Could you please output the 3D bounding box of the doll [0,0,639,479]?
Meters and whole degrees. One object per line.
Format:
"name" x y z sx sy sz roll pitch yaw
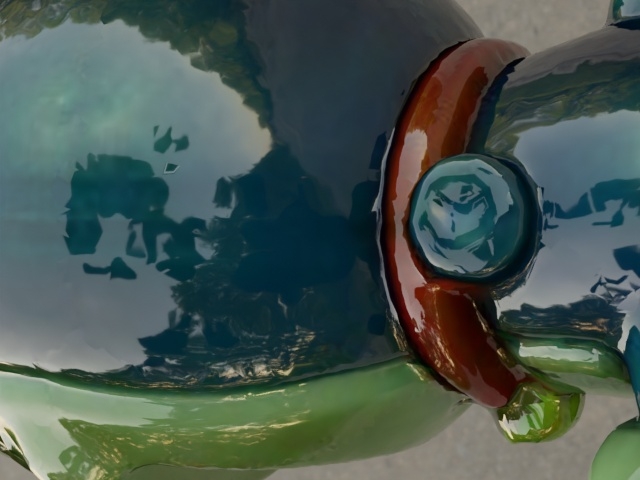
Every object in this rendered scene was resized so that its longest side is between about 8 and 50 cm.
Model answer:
"doll" 0.007 -0.006 0.409 0.321 0.198 0.186 2 92 20
